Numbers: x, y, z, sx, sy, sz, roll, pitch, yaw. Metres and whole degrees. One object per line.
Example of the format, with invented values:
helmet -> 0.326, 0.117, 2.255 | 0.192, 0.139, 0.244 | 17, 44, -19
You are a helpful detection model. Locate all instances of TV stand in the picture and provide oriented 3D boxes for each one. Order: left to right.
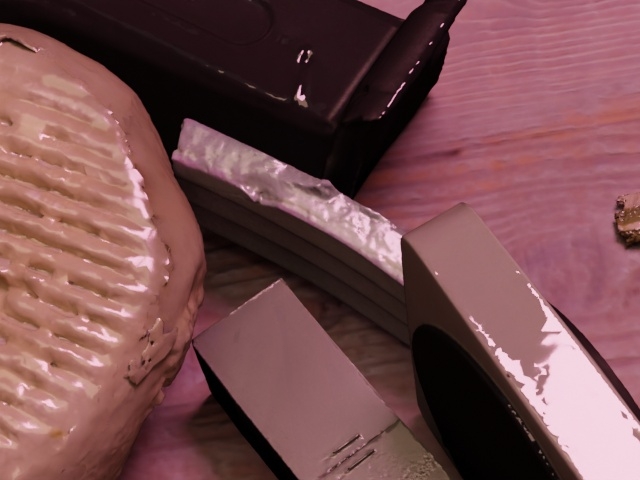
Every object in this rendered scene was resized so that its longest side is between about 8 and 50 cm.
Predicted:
TV stand -> 0.026, 0.156, 1.075 | 0.083, 0.088, 0.269 | -35, 62, -15

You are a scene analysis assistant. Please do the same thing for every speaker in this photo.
speaker -> -0.080, -0.159, 1.218 | 0.388, 0.184, 0.180 | 24, 65, 19

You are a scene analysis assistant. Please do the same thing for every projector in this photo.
projector -> 0.144, 0.134, 0.976 | 0.079, 0.257, 0.259 | -29, 61, -11

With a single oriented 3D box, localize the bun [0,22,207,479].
bun -> -0.237, 0.037, 1.108 | 0.360, 0.211, 0.359 | -2, 70, 5

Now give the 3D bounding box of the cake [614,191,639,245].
cake -> 0.287, -0.016, 1.188 | 0.140, 0.055, 0.051 | -7, 59, 22

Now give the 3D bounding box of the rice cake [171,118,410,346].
rice cake -> 0.000, 0.000, 1.137 | 0.237, 0.127, 0.043 | 30, 71, 13
